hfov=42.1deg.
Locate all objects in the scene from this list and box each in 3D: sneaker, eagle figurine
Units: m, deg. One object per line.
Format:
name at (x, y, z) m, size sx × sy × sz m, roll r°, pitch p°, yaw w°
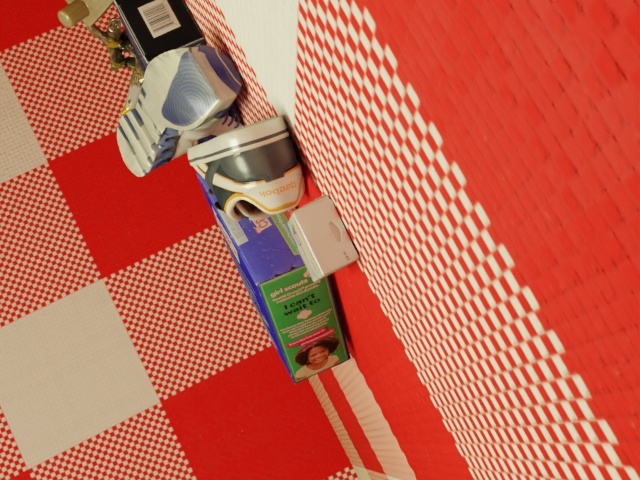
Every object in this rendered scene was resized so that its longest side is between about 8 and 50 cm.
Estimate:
sneaker at (-0.107, -0.094, 1.165) m, size 0.321 × 0.126 × 0.127 m, roll -159°, pitch 49°, yaw -75°
sneaker at (-0.197, -0.224, 1.349) m, size 0.315 × 0.182 × 0.127 m, roll -31°, pitch 87°, yaw 52°
eagle figurine at (-0.336, -0.343, 1.761) m, size 0.298 × 0.225 × 0.226 m, roll 31°, pitch -154°, yaw 15°

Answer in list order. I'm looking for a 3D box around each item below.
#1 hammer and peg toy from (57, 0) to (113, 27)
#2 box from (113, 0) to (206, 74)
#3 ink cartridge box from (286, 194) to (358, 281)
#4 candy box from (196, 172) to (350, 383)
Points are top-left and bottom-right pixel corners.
hammer and peg toy at (-0.431, -0.561, 1.480) m, size 0.266 × 0.127 × 0.361 m, roll 51°, pitch 146°, yaw -14°
box at (-0.269, -0.336, 1.482) m, size 0.153 × 0.108 × 0.207 m, roll 60°, pitch 170°, yaw 20°
ink cartridge box at (0.000, 0.000, 1.053) m, size 0.088 × 0.052 × 0.122 m, roll 63°, pitch 170°, yaw 3°
candy box at (-0.073, 0.047, 1.403) m, size 0.268 × 0.122 × 0.317 m, roll 59°, pitch 171°, yaw 37°
